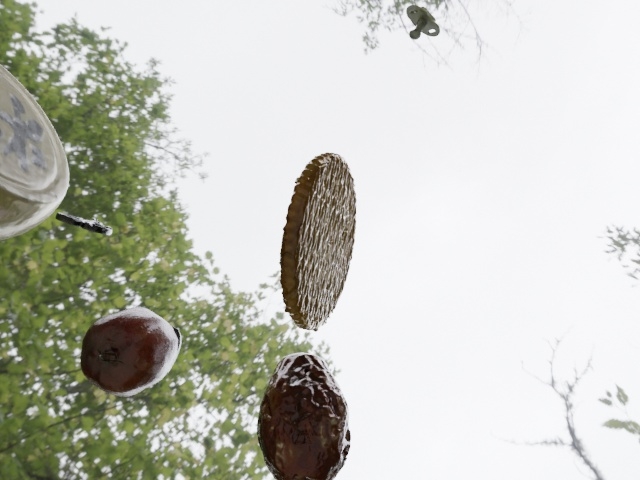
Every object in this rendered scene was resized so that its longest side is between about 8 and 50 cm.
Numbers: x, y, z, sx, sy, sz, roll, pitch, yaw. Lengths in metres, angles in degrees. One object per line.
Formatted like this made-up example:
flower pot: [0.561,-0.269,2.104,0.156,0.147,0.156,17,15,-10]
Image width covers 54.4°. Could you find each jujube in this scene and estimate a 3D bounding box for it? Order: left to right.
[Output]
jujube: [-0.036,0.365,1.269,0.197,0.290,0.197,-3,-52,-4]

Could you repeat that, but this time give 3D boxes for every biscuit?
biscuit: [0.000,0.000,0.879,0.035,0.254,0.254,9,-82,20]

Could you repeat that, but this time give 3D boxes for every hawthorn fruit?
hawthorn fruit: [-0.446,0.260,1.430,0.215,0.250,0.215,0,-89,5]

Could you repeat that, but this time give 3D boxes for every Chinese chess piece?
Chinese chess piece: [-0.429,-0.121,0.759,0.104,0.257,0.257,-29,-91,10]

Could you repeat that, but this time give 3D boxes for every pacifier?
pacifier: [0.193,-0.422,1.229,0.083,0.068,0.064,39,-103,-25]

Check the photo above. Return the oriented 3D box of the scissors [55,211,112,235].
scissors: [-0.487,-0.036,1.328,0.109,0.300,0.022,19,-91,-12]
